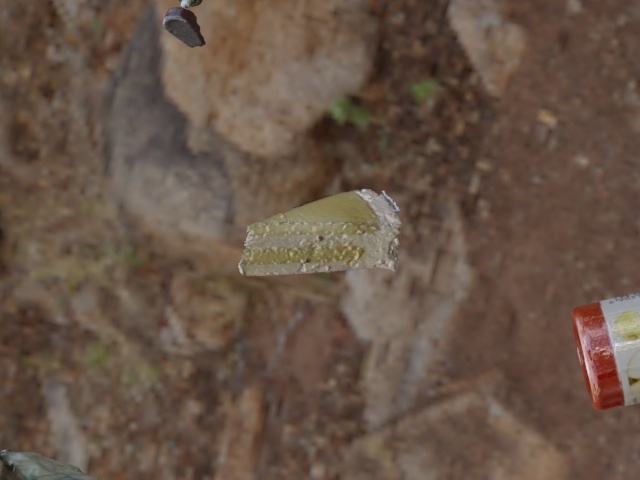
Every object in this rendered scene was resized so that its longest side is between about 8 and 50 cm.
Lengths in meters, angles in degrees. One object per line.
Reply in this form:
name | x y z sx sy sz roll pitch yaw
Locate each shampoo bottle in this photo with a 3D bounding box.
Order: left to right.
shampoo bottle | -0.110 -0.303 1.887 0.067 0.068 0.236 -30 37 51
shampoo bottle | 0.386 0.084 1.800 0.104 0.278 0.104 -13 -90 -86

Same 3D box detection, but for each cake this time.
cake | 0.000 0.000 1.406 0.065 0.121 0.052 44 140 46

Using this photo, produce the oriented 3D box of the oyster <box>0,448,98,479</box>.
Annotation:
oyster | -0.188 0.159 1.063 0.252 0.199 0.087 -41 8 48
